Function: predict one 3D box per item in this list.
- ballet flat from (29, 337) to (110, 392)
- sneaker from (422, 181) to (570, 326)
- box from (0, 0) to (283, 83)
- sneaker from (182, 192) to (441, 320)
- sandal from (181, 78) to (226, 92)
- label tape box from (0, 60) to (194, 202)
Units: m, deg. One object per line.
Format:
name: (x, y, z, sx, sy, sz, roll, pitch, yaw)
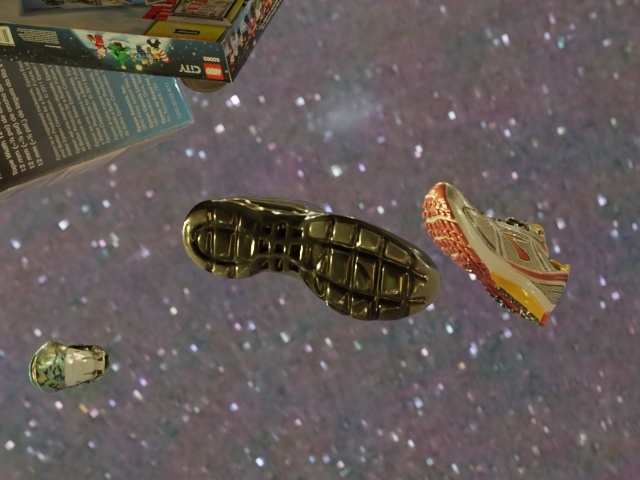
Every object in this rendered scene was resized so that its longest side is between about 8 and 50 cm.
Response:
ballet flat: (-0.306, 0.154, 1.693, 0.070, 0.188, 0.070, 0, -89, 6)
sneaker: (0.204, 0.002, 1.575, 0.092, 0.225, 0.088, -53, -150, -8)
box: (-0.156, -0.210, 1.176, 0.233, 0.044, 0.159, 8, -135, 20)
sneaker: (0.000, 0.000, 1.330, 0.267, 0.101, 0.106, 17, -155, 21)
sandal: (-0.094, -0.231, 1.364, 0.090, 0.219, 0.060, -5, -137, -29)
label tape box: (-0.349, -0.181, 1.511, 0.348, 0.249, 0.115, -23, -178, -28)
